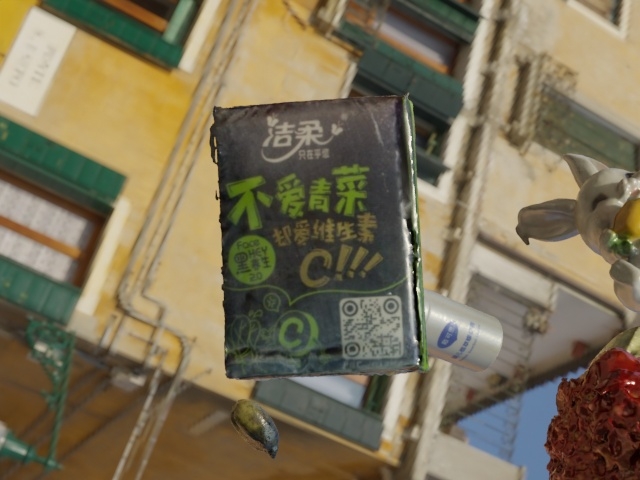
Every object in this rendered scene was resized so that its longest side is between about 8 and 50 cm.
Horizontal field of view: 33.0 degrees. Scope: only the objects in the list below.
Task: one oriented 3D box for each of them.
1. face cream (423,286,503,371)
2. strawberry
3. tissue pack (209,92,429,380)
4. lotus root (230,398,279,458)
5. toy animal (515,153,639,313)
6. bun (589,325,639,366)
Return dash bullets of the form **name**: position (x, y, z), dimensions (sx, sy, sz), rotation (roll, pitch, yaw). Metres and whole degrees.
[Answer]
- **face cream**: position (0.104, 0.089, 1.315), dimensions (0.077, 0.250, 0.077), rotation (-44, -146, 41)
- **strawberry**: position (0.266, 0.183, 0.863), dimensions (0.187, 0.184, 0.202), rotation (87, -21, -74)
- **tissue pack**: position (0.000, 0.000, 0.917), dimensions (0.073, 0.173, 0.236), rotation (68, 18, -84)
- **lotus root**: position (-0.092, 0.275, 1.584), dimensions (0.049, 0.099, 0.054), rotation (-39, 180, -30)
- **toy animal**: position (0.443, -0.010, 1.563), dimensions (0.208, 0.154, 0.325), rotation (-49, -141, -11)
- **bun**: position (0.421, 0.205, 1.299), dimensions (0.229, 0.229, 0.145), rotation (-105, -162, -65)
